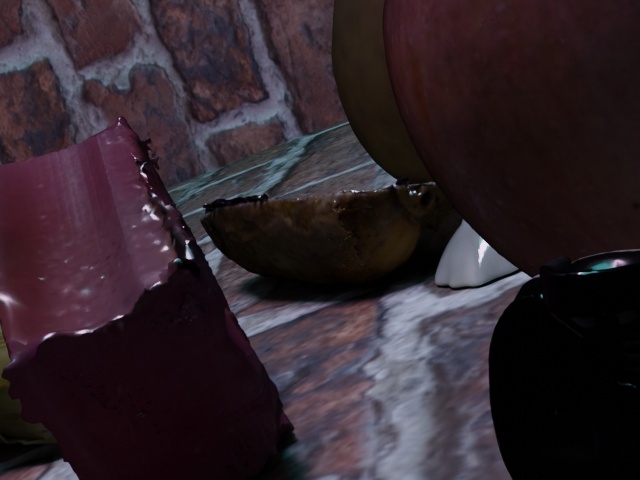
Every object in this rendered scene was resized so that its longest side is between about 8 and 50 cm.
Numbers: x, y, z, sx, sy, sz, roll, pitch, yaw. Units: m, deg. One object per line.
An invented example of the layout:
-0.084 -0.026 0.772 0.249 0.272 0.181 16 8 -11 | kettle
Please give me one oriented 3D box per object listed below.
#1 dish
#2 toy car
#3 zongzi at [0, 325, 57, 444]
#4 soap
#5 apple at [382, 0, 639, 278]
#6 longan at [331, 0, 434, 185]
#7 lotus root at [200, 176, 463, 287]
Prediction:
0.136 -0.012 0.846 0.137 0.039 0.091 -25 9 -11 | dish
0.151 0.034 0.318 0.209 0.089 0.108 -5 12 36 | toy car
-0.229 0.082 0.920 0.256 0.115 0.228 -20 12 30 | zongzi
-0.108 0.029 0.678 0.112 0.182 0.289 -23 34 -6 | soap
0.185 -0.093 0.587 0.305 0.235 0.306 -23 6 3 | apple
0.156 -0.179 1.024 0.319 0.319 0.319 -21 9 3 | longan
0.000 0.000 1.009 0.167 0.078 0.329 0 -3 -26 | lotus root
